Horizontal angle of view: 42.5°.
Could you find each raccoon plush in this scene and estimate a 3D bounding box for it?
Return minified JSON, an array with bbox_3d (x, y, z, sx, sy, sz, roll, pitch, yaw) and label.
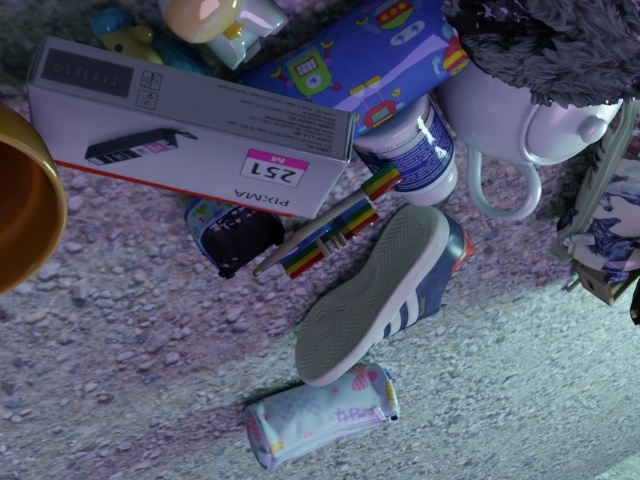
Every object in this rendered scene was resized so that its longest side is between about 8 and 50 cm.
[{"bbox_3d":[0.320,-0.266,0.759,0.299,0.446,0.216,-59,177,-18],"label":"raccoon plush"}]

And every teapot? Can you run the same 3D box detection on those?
[{"bbox_3d":[0.278,-0.180,1.014,0.252,0.187,0.256,-30,145,-3],"label":"teapot"}]

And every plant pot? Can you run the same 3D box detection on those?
[{"bbox_3d":[-0.340,-0.072,0.701,0.205,0.188,0.205,-19,142,-16],"label":"plant pot"}]

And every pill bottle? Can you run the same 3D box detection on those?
[{"bbox_3d":[0.105,-0.121,1.025,0.112,0.112,0.186,-36,143,6],"label":"pill bottle"}]

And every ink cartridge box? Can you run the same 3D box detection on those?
[{"bbox_3d":[-0.132,-0.075,0.794,0.275,0.060,0.239,12,154,-11],"label":"ink cartridge box"}]

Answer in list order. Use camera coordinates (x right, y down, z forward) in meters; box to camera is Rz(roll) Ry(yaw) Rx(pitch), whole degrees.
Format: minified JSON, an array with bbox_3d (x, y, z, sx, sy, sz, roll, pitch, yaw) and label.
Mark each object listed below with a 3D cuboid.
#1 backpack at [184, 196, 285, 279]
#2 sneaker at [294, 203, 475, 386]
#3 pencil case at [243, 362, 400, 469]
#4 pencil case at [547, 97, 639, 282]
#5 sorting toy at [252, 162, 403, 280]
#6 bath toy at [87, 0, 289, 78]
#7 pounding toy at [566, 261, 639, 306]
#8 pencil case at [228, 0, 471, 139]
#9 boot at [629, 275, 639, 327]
[{"bbox_3d":[-0.111,-0.026,1.004,0.105,0.084,0.114,-34,151,-2],"label":"backpack"},{"bbox_3d":[0.106,0.105,1.274,0.148,0.131,0.350,21,120,-42],"label":"sneaker"},{"bbox_3d":[0.003,0.309,1.449,0.273,0.124,0.113,-14,141,-21],"label":"pencil case"},{"bbox_3d":[0.483,-0.118,1.260,0.183,0.160,0.410,-29,146,-24],"label":"pencil case"},{"bbox_3d":[0.000,0.000,1.029,0.132,0.046,0.274,-35,178,-32],"label":"sorting toy"},{"bbox_3d":[-0.046,-0.273,0.740,0.348,0.129,0.151,-40,-173,15],"label":"bath toy"},{"bbox_3d":[0.540,0.054,1.573,0.130,0.100,0.141,-47,146,-2],"label":"pounding toy"},{"bbox_3d":[0.031,-0.184,0.892,0.306,0.133,0.119,-33,169,4],"label":"pencil case"},{"bbox_3d":[0.616,0.073,1.390,0.138,0.377,0.284,14,138,12],"label":"boot"}]
